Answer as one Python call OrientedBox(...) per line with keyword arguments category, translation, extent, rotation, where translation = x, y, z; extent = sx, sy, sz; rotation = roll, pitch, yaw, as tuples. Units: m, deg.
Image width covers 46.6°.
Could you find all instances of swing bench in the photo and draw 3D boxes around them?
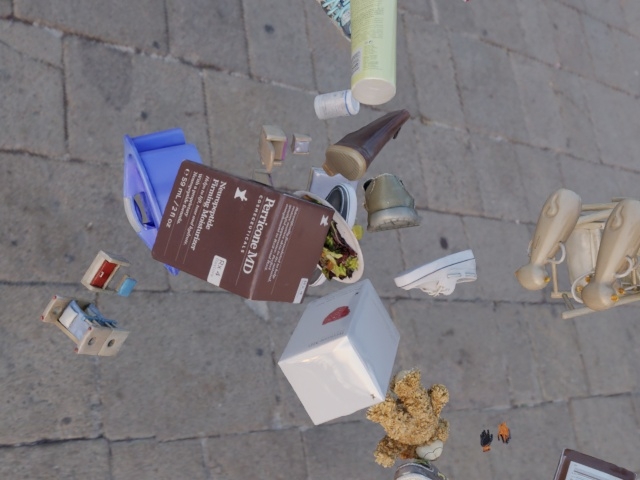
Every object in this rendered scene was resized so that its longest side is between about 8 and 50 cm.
OrientedBox(category="swing bench", translation=(0.694, 0.037, 1.814), extent=(0.165, 0.255, 0.253), rotation=(-71, 152, -71))

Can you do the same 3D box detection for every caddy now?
OrientedBox(category="caddy", translation=(-0.347, -0.086, 1.662), extent=(0.179, 0.241, 0.341), rotation=(-21, 123, -16))

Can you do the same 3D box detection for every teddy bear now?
OrientedBox(category="teddy bear", translation=(0.232, 0.457, 1.860), extent=(0.245, 0.113, 0.337), rotation=(-33, 129, -30))

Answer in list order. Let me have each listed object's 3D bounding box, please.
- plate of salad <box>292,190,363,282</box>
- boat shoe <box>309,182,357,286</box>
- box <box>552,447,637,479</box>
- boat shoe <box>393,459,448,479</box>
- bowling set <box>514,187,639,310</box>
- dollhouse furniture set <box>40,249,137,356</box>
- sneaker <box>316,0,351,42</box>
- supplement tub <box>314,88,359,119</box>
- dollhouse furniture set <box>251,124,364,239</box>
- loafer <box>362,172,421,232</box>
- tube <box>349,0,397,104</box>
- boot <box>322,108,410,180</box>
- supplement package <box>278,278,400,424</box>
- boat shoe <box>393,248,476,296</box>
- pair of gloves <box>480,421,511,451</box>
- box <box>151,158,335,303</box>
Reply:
OrientedBox(category="plate of salad", translation=(0.000, 0.000, 1.362), extent=(0.048, 0.200, 0.199), rotation=(-37, 97, -29))
OrientedBox(category="boat shoe", translation=(-0.001, -0.011, 1.486), extent=(0.076, 0.228, 0.080), rotation=(2, 30, -46))
OrientedBox(category="box", translation=(0.455, 0.589, 1.368), extent=(0.191, 0.143, 0.381), rotation=(-46, 145, -48))
OrientedBox(category="boat shoe", translation=(0.264, 0.625, 1.917), extent=(0.324, 0.117, 0.096), rotation=(49, 29, -48))
OrientedBox(category="bowling set", translation=(0.434, 0.044, 1.001), extent=(0.200, 0.287, 0.154), rotation=(24, 87, -28))
OrientedBox(category="dollhouse furniture set", translation=(-0.467, 0.130, 1.571), extent=(0.129, 0.183, 0.129), rotation=(34, 3, 24))
OrientedBox(category="sneaker", translation=(0.049, -0.491, 1.504), extent=(0.283, 0.110, 0.122), rotation=(38, 28, -37))
OrientedBox(category="supplement tub", translation=(0.045, -0.369, 2.016), extent=(0.071, 0.107, 0.070), rotation=(20, 67, -62))
OrientedBox(category="dollhouse furniture set", translation=(-0.003, -0.101, 1.799), extent=(0.304, 0.286, 0.198), rotation=(2, 35, -18))
OrientedBox(category="loafer", translation=(0.116, -0.063, 1.209), extent=(0.095, 0.251, 0.087), rotation=(-8, 88, 1))
OrientedBox(category="tube", translation=(0.077, -0.305, 1.048), extent=(0.070, 0.062, 0.240), rotation=(2, 64, -3))
OrientedBox(category="boot", translation=(0.108, -0.220, 1.585), extent=(0.207, 0.248, 0.090), rotation=(-40, 100, -8))
OrientedBox(category="supplement package", translation=(0.052, 0.244, 1.682), extent=(0.175, 0.178, 0.293), rotation=(61, 20, -13))
OrientedBox(category="boat shoe", translation=(0.276, 0.088, 1.731), extent=(0.268, 0.096, 0.088), rotation=(-13, 83, -49))
OrientedBox(category="pair of gloves", translation=(0.450, 0.506, 1.910), extent=(0.010, 0.083, 0.074), rotation=(56, 18, -22))
OrientedBox(category="box", translation=(-0.121, -0.012, 1.175), extent=(0.167, 0.203, 0.168), rotation=(14, 96, -62))
